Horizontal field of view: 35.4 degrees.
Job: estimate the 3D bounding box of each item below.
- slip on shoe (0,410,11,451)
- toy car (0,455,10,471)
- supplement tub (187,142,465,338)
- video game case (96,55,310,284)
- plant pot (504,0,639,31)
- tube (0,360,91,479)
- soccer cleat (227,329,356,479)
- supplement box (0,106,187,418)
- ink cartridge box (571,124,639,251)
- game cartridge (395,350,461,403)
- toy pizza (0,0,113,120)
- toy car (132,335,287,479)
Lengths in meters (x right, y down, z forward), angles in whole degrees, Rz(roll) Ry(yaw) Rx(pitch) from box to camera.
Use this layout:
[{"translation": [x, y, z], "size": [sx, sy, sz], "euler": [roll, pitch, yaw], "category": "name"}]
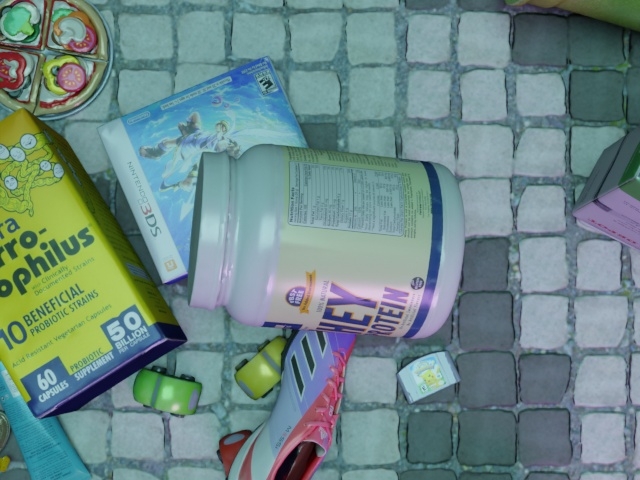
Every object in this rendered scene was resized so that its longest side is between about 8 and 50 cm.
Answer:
[{"translation": [-0.488, 0.300, 1.414], "size": [0.051, 0.041, 0.135], "euler": [41, 87, 2], "category": "slip on shoe"}, {"translation": [-0.444, 0.371, 1.422], "size": [0.040, 0.060, 0.122], "euler": [-16, 63, 41], "category": "toy car"}, {"translation": [0.000, 0.000, 1.294], "size": [0.325, 0.235, 0.235], "euler": [5, 86, -10], "category": "supplement tub"}, {"translation": [-0.147, -0.100, 1.437], "size": [0.269, 0.061, 0.244], "euler": [-24, 88, -2], "category": "video game case"}, {"translation": [0.429, -0.403, 1.382], "size": [0.254, 0.276, 0.276], "euler": [22, 86, -10], "category": "plant pot"}, {"translation": [-0.404, 0.259, 1.417], "size": [0.080, 0.052, 0.207], "euler": [-24, 92, 3], "category": "tube"}, {"translation": [-0.012, 0.226, 1.361], "size": [0.109, 0.116, 0.318], "euler": [36, 74, -35], "category": "soccer cleat"}, {"translation": [-0.363, 0.035, 1.351], "size": [0.194, 0.195, 0.356], "euler": [-33, 84, -3], "category": "supplement box"}, {"translation": [0.483, -0.057, 1.328], "size": [0.211, 0.289, 0.121], "euler": [28, 83, 1], "category": "ink cartridge box"}, {"translation": [0.153, 0.193, 1.442], "size": [0.083, 0.017, 0.056], "euler": [-25, 83, -2], "category": "game cartridge"}, {"translation": [-0.404, -0.275, 1.461], "size": [0.201, 0.032, 0.201], "euler": [0, 86, 0], "category": "toy pizza"}, {"translation": [-0.158, 0.233, 1.416], "size": [0.225, 0.053, 0.239], "euler": [15, 86, 0], "category": "toy car"}]
